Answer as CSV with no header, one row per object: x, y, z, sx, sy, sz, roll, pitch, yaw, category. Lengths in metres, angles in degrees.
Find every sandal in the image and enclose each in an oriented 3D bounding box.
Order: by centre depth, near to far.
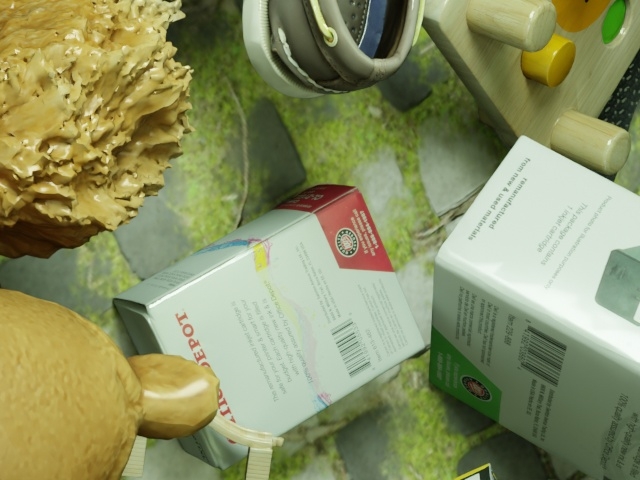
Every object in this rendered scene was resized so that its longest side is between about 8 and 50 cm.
0.229,-0.122,1.369,0.067,0.040,0.179,15,96,-27,sandal

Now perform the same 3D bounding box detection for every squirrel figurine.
-0.216,0.026,0.865,0.281,0.370,0.397,21,79,-32,squirrel figurine

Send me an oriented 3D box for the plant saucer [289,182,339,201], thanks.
0.000,0.000,1.224,0.083,0.015,0.083,0,90,-34,plant saucer

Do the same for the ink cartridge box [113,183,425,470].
-0.035,0.056,1.154,0.175,0.072,0.127,-29,106,-21,ink cartridge box

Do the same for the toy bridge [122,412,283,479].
-0.117,0.119,1.080,0.188,0.026,0.063,6,104,-5,toy bridge

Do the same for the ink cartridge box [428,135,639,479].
0.228,0.085,1.178,0.289,0.211,0.121,30,66,16,ink cartridge box

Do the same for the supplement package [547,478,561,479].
0.260,0.320,1.319,0.194,0.149,0.203,28,74,-31,supplement package

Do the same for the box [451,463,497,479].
0.074,0.345,1.146,0.257,0.079,0.322,-27,106,10,box

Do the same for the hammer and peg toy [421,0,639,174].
0.209,-0.248,1.221,0.361,0.127,0.266,-58,145,-8,hammer and peg toy

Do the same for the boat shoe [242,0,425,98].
0.019,-0.251,1.025,0.116,0.096,0.325,6,87,-34,boat shoe
